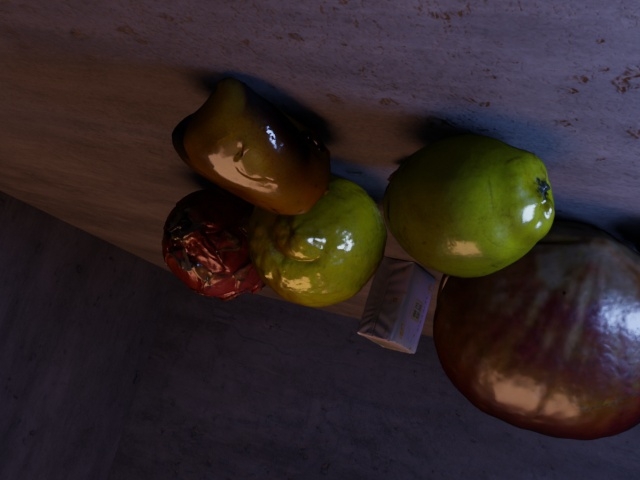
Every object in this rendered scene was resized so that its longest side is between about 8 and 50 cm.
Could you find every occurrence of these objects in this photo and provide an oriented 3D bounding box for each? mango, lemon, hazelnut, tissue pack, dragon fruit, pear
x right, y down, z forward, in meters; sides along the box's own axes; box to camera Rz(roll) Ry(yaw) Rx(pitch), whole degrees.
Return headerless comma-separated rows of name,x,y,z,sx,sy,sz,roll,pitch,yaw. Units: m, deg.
mango,-0.101,-0.142,1.311,0.287,0.152,0.201,28,175,-36
lemon,-0.001,-0.001,1.584,0.285,0.285,0.316,6,-175,43
hazelnut,0.423,0.145,1.446,0.429,0.402,0.402,20,170,16
tissue pack,0.215,0.181,2.229,0.124,0.225,0.185,11,167,33
dragon fruit,-0.240,0.009,1.948,0.277,0.277,0.342,5,159,47
pear,0.208,-0.049,1.161,0.212,0.212,0.269,26,157,-38

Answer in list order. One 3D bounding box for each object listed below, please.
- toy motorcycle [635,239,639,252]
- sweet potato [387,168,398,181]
toy motorcycle,0.606,0.032,1.302,0.152,0.073,0.225,25,178,4
sweet potato,0.185,-0.102,1.321,0.206,0.060,0.068,-7,-173,42
